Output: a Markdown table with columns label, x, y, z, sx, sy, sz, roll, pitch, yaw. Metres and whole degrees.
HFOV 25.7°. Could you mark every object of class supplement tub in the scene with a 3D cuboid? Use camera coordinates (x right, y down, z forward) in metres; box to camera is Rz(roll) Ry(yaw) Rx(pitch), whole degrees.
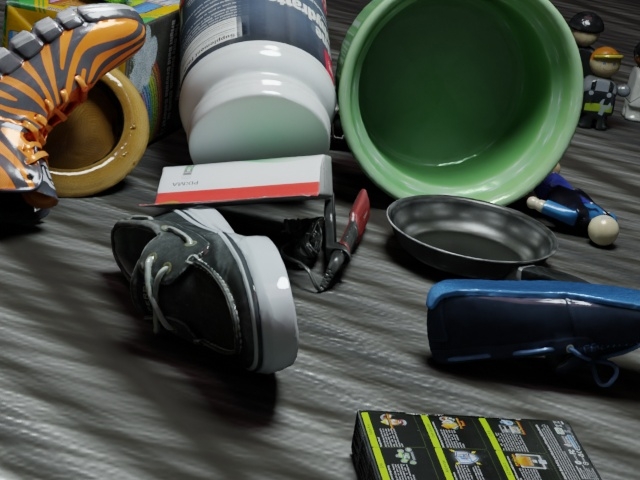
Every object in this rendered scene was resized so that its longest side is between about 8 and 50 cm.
| label | x | y | z | sx | sy | sz | roll | pitch | yaw |
| --- | --- | --- | --- | --- | --- | --- | --- | --- | --- |
| supplement tub | -0.080 | -0.211 | 1.735 | 0.191 | 0.191 | 0.272 | 4 | 48 | -11 |

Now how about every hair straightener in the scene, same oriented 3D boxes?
| label | x | y | z | sx | sy | sz | roll | pitch | yaw |
| --- | --- | --- | --- | --- | --- | --- | --- | --- | --- |
| hair straightener | 0.000 | 0.000 | 1.553 | 0.089 | 0.047 | 0.230 | -2 | 25 | 9 |

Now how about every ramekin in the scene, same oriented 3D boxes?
| label | x | y | z | sx | sy | sz | roll | pitch | yaw |
| --- | --- | --- | --- | --- | --- | --- | --- | --- | --- |
| ramekin | 0.161 | -0.193 | 1.760 | 0.303 | 0.303 | 0.148 | 5 | 14 | -10 |

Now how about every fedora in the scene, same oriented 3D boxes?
| label | x | y | z | sx | sy | sz | roll | pitch | yaw |
| --- | --- | --- | --- | --- | --- | --- | --- | --- | --- |
| fedora | -0.302 | -0.129 | 1.660 | 0.194 | 0.194 | 0.079 | -1 | -17 | -23 |

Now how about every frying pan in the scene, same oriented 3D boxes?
| label | x | y | z | sx | sy | sz | roll | pitch | yaw |
| --- | --- | --- | --- | --- | --- | --- | --- | --- | --- |
| frying pan | 0.222 | 0.017 | 1.566 | 0.326 | 0.053 | 0.197 | 23 | 25 | 29 |

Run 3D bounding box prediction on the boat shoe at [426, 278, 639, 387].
| label | x | y | z | sx | sy | sz | roll | pitch | yaw |
| --- | --- | --- | --- | --- | --- | --- | --- | --- | --- |
| boat shoe | 0.228 | 0.087 | 1.346 | 0.258 | 0.089 | 0.109 | 4 | 8 | 2 |

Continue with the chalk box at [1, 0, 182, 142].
| label | x | y | z | sx | sy | sz | roll | pitch | yaw |
| --- | --- | --- | --- | --- | --- | --- | --- | --- | --- |
| chalk box | -0.277 | -0.237 | 1.859 | 0.179 | 0.180 | 0.289 | 14 | 20 | 13 |

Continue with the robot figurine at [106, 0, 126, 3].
| label | x | y | z | sx | sy | sz | roll | pitch | yaw |
| --- | --- | --- | --- | --- | --- | --- | --- | --- | --- |
| robot figurine | -0.270 | -0.340 | 1.779 | 0.101 | 0.067 | 0.115 | -3 | 23 | -34 |

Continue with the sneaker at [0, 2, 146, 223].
| label | x | y | z | sx | sy | sz | roll | pitch | yaw |
| --- | --- | --- | --- | --- | --- | --- | --- | --- | --- |
| sneaker | -0.303 | -0.124 | 1.531 | 0.321 | 0.124 | 0.180 | -31 | 72 | -15 |

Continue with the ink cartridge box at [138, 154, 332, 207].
| label | x | y | z | sx | sy | sz | roll | pitch | yaw |
| --- | --- | --- | --- | --- | --- | --- | --- | --- | --- |
| ink cartridge box | -0.086 | -0.064 | 1.509 | 0.181 | 0.056 | 0.225 | -4 | -1 | 6 |

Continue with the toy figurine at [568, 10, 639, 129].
| label | x | y | z | sx | sy | sz | roll | pitch | yaw |
| --- | --- | --- | --- | --- | --- | --- | --- | --- | --- |
| toy figurine | 0.439 | -0.282 | 2.293 | 0.213 | 0.148 | 0.209 | -11 | 28 | -42 |

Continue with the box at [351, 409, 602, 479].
| label | x | y | z | sx | sy | sz | roll | pitch | yaw |
| --- | --- | --- | --- | --- | --- | --- | --- | --- | --- |
| box | 0.128 | 0.196 | 1.073 | 0.184 | 0.045 | 0.190 | 2 | 22 | -10 |

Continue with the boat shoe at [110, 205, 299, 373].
| label | x | y | z | sx | sy | sz | roll | pitch | yaw |
| --- | --- | --- | --- | --- | --- | --- | --- | --- | --- |
| boat shoe | -0.116 | 0.048 | 1.295 | 0.119 | 0.121 | 0.335 | -8 | 14 | -20 |

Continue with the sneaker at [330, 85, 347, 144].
| label | x | y | z | sx | sy | sz | roll | pitch | yaw |
| --- | --- | --- | --- | --- | --- | --- | --- | --- | --- |
| sneaker | 0.011 | -0.167 | 1.917 | 0.222 | 0.083 | 0.118 | -10 | 28 | -42 |

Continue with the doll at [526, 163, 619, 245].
| label | x | y | z | sx | sy | sz | roll | pitch | yaw |
| --- | --- | --- | --- | --- | --- | --- | --- | --- | --- |
| doll | 0.313 | -0.045 | 1.768 | 0.129 | 0.046 | 0.189 | 8 | 25 | -29 |
